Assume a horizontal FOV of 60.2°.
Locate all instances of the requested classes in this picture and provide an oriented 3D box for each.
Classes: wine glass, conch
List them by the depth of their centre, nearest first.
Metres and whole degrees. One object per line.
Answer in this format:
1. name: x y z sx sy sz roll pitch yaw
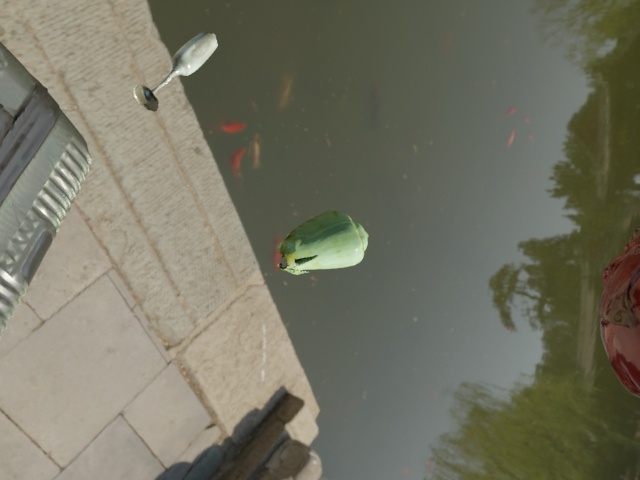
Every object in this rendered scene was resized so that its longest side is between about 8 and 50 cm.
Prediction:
1. conch: 0.000 0.000 0.882 0.170 0.106 0.079 -12 140 -29
2. wine glass: -0.333 -0.413 1.311 0.262 0.074 0.074 -56 139 -31

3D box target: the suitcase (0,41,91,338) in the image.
1. suitcase: -0.305 -0.014 0.323 0.128 0.312 0.202 62 32 -49

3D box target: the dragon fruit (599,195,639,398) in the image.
1. dragon fruit: 0.283 0.055 0.364 0.172 0.209 0.172 -9 120 -16
